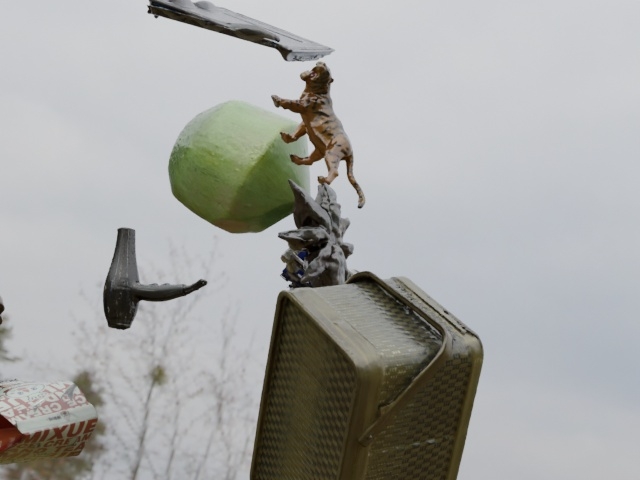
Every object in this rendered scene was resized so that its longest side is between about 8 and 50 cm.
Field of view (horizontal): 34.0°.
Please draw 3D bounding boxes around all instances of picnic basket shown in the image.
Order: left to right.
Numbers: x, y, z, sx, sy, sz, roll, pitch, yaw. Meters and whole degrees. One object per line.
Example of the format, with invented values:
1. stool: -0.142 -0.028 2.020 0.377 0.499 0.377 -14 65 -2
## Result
1. picnic basket: 0.039 0.172 1.003 0.139 0.267 0.165 -4 27 -30

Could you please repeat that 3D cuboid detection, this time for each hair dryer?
1. hair dryer: -0.308 0.069 1.976 0.219 0.196 0.075 -2 -14 21

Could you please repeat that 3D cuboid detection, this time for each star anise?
1. star anise: 0.000 0.000 1.546 0.061 0.205 0.180 -16 -46 32

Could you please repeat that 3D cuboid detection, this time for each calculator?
1. calculator: -0.081 -0.235 1.165 0.165 0.028 0.274 19 13 7

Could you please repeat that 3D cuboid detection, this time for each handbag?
1. handbag: -0.544 0.334 1.875 0.171 0.151 0.298 -5 0 -44

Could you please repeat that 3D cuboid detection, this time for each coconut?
1. coconut: -0.160 -0.153 2.306 0.328 0.328 0.281 16 -63 -4

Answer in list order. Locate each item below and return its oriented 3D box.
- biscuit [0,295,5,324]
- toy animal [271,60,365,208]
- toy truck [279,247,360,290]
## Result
1. biscuit: -0.797 0.164 2.085 0.325 0.107 0.326 -23 -32 -16
2. toy animal: 0.015 -0.157 1.734 0.116 0.255 0.114 -26 -14 -11
3. toy truck: 0.014 0.094 2.455 0.213 0.161 0.177 36 -16 22
